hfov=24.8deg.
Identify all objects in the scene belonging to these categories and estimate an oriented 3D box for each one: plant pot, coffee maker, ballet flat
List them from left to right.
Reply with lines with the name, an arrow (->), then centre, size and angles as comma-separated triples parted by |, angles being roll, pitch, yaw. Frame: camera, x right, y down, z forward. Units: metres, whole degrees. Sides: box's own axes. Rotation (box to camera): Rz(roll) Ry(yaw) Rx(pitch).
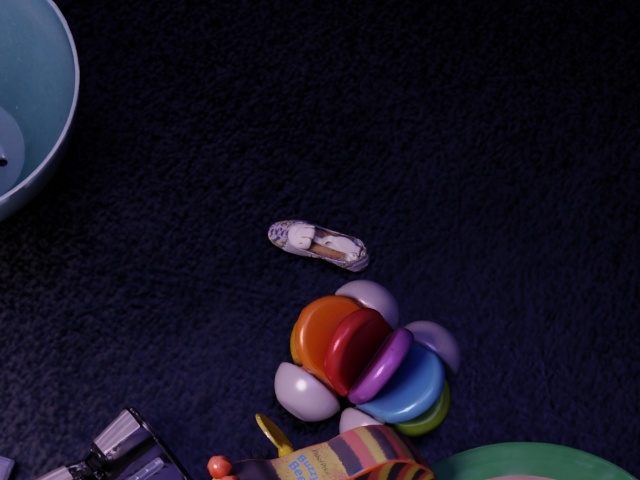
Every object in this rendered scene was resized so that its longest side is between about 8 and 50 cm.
plant pot -> -0.382, -0.122, 1.484 | 0.290, 0.195, 0.290 | 1, 71, -3
coffee maker -> -0.205, 0.277, 1.414 | 0.178, 0.120, 0.171 | -34, 100, -13
ballet flat -> 0.000, 0.000, 1.549 | 0.114, 0.041, 0.041 | 18, 71, 3

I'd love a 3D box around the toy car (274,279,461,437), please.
toy car -> 0.052, 0.124, 1.458 | 0.182, 0.136, 0.159 | 34, 72, 8

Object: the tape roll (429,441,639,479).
tape roll -> 0.185, 0.337, 1.348 | 0.321, 0.077, 0.321 | -8, 45, 8

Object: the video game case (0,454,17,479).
video game case -> -0.465, 0.264, 1.438 | 0.274, 0.026, 0.196 | 19, 71, 2

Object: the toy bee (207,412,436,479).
toy bee -> -0.033, 0.248, 1.331 | 0.195, 0.162, 0.298 | 28, 58, 35
